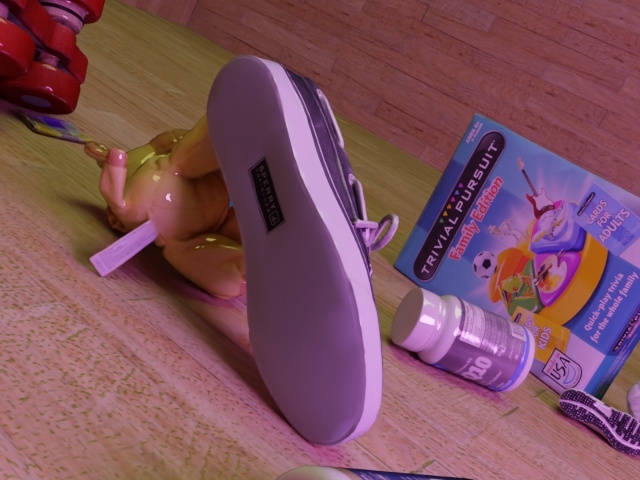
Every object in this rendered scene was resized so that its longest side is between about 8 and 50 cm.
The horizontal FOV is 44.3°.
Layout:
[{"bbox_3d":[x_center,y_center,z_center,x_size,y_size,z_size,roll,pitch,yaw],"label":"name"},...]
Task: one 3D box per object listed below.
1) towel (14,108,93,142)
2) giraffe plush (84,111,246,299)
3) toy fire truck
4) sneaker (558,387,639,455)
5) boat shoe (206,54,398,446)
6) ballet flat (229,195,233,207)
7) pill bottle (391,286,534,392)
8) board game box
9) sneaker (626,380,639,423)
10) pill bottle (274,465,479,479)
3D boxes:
[{"bbox_3d":[-0.329,-0.140,0.971,0.060,0.009,0.083,37,17,37],"label":"towel"},{"bbox_3d":[-0.135,-0.045,0.748,0.210,0.181,0.170,-20,23,-22],"label":"giraffe plush"},{"bbox_3d":[-0.419,-0.275,0.941,0.254,0.169,0.302,10,-11,8],"label":"toy fire truck"},{"bbox_3d":[0.320,0.200,0.886,0.109,0.040,0.044,35,4,12],"label":"sneaker"},{"bbox_3d":[-0.003,0.002,0.613,0.105,0.113,0.306,5,58,-48],"label":"boat shoe"},{"bbox_3d":[-0.082,-0.014,0.871,0.079,0.077,0.221,40,6,-46],"label":"ballet flat"},{"bbox_3d":[0.150,0.104,0.835,0.137,0.078,0.078,23,14,-15],"label":"pill bottle"},{"bbox_3d":[0.283,0.015,1.045,0.079,0.253,0.336,12,20,-47],"label":"board game box"},{"bbox_3d":[0.452,0.245,0.897,0.232,0.090,0.115,36,-6,20],"label":"sneaker"},{"bbox_3d":[0.053,0.165,0.391,0.169,0.094,0.094,18,17,-36],"label":"pill bottle"}]
